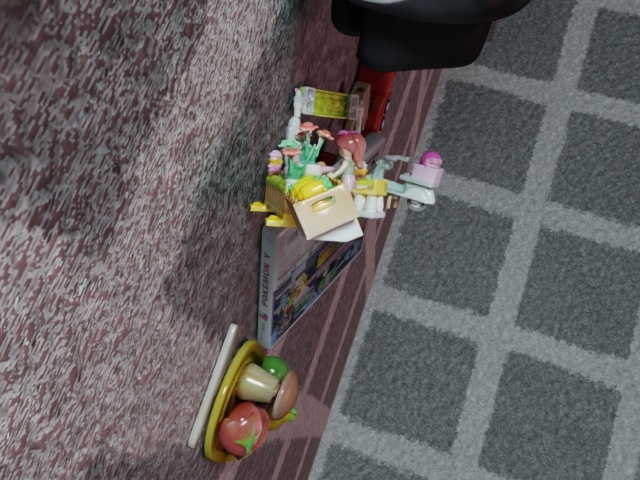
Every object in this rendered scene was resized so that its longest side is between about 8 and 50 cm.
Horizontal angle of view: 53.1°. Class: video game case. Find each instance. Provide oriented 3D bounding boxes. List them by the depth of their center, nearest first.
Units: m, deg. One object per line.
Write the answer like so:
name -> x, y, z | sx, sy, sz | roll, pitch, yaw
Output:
video game case -> 0.000, 0.000, 0.709 | 0.201, 0.023, 0.183 | -45, 155, -39

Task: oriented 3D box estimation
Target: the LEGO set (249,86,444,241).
LEGO set -> 0.010, -0.072, 0.519 | 0.287, 0.132, 0.107 | -17, 113, -67

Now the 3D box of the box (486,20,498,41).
box -> 0.157, -0.347, 0.751 | 0.103, 0.114, 0.203 | -9, 102, -79

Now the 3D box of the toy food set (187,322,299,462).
toy food set -> -0.062, 0.174, 0.660 | 0.218, 0.071, 0.128 | 81, 27, -69

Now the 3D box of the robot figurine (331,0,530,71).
robot figurine -> 0.082, -0.251, 0.407 | 0.173, 0.209, 0.278 | -46, 155, -42

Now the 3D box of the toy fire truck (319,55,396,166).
toy fire truck -> 0.050, -0.161, 0.786 | 0.135, 0.047, 0.192 | -44, 149, -69
